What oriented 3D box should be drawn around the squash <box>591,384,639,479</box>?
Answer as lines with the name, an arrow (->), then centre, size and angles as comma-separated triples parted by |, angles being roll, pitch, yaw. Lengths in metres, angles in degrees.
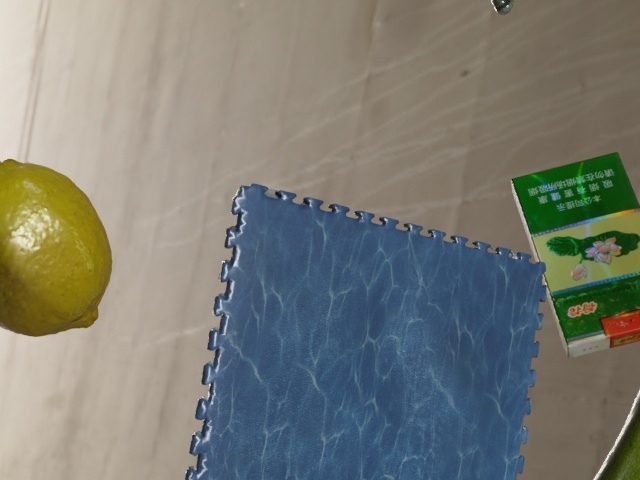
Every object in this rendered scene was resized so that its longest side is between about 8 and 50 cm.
squash -> 0.268, 0.169, 0.927 | 0.258, 0.069, 0.069 | -61, -157, -8

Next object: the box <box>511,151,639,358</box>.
box -> 0.309, 0.012, 1.293 | 0.034, 0.132, 0.235 | 71, 6, -55

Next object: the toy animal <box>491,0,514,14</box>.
toy animal -> 0.253, -0.316, 1.200 | 0.255, 0.090, 0.170 | -26, -157, 44

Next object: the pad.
pad -> 0.037, 0.117, 0.735 | 0.012, 0.269, 0.269 | -2, -101, 55

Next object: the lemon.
lemon -> -0.378, 0.011, 1.480 | 0.260, 0.204, 0.204 | 58, -20, -14
